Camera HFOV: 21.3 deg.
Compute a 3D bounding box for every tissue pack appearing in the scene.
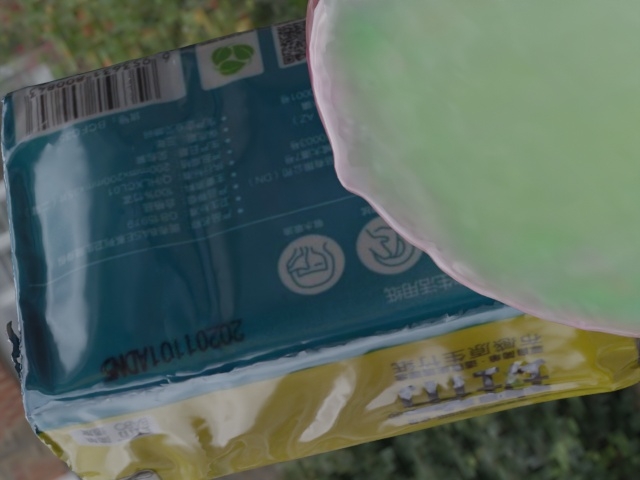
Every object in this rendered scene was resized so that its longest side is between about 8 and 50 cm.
[{"bbox_3d":[0.000,0.000,0.805,0.134,0.271,0.192,69,-171,-58],"label":"tissue pack"}]

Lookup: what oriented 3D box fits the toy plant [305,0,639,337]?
[{"bbox_3d":[0.117,-0.149,0.583,0.317,0.356,0.210,12,145,22],"label":"toy plant"}]
